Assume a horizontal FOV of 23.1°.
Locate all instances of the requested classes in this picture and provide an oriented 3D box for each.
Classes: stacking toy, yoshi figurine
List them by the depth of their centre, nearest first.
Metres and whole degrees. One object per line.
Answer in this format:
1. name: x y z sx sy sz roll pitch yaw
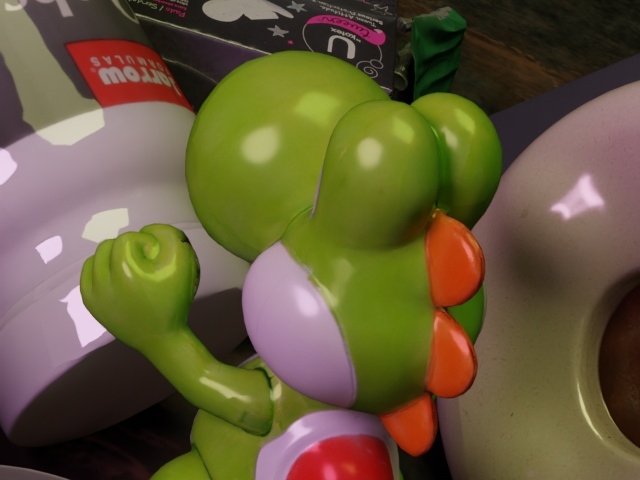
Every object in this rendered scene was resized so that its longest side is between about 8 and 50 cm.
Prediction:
1. yoshi figurine: -0.019 0.053 0.800 0.203 0.362 0.203 27 35 8
2. stacking toy: 0.343 0.094 1.052 0.480 0.351 0.350 9 33 -45

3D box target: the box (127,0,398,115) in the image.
1. box: -0.083 -0.121 1.181 0.247 0.163 0.142 16 38 -7

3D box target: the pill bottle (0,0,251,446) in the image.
1. pill bottle: -0.193 -0.071 0.958 0.210 0.210 0.363 -16 67 -42

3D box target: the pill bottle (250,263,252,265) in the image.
1. pill bottle: 0.000 0.000 1.101 0.208 0.118 0.118 7 37 -20

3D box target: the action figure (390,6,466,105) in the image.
1. action figure: 0.090 -0.155 1.384 0.063 0.137 0.232 15 24 13

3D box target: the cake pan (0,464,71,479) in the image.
1. cake pan: -0.160 0.220 0.673 0.293 0.054 0.293 1 53 -1

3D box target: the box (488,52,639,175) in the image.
1. box: 0.258 -0.059 1.140 0.184 0.261 0.103 35 37 -57
